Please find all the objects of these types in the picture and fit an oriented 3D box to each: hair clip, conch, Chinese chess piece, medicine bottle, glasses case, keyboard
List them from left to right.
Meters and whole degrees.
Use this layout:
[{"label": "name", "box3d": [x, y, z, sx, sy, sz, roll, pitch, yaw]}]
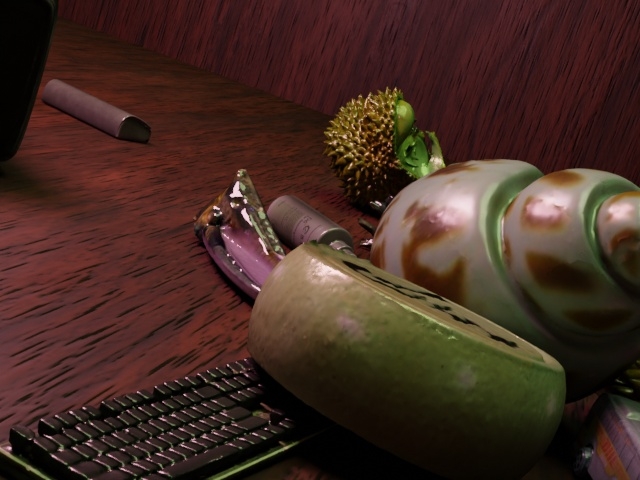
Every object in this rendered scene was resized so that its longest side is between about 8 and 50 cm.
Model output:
[{"label": "glasses case", "box3d": [-0.355, -0.204, 1.937, 0.191, 0.042, 0.072, 26, 5, 32]}, {"label": "keyboard", "box3d": [-0.085, 0.123, 0.814, 0.106, 0.027, 0.317, 24, 12, 21]}, {"label": "hair clip", "box3d": [-0.045, 0.029, 1.278, 0.110, 0.096, 0.358, 55, -5, -39]}, {"label": "medicine bottle", "box3d": [0.000, 0.000, 1.489, 0.058, 0.057, 0.199, 12, 14, -33]}, {"label": "Chinese chess piece", "box3d": [0.066, 0.092, 0.944, 0.250, 0.101, 0.250, 26, 5, -2]}, {"label": "conch", "box3d": [0.192, 0.029, 1.118, 0.249, 0.368, 0.197, 59, 27, -1]}]

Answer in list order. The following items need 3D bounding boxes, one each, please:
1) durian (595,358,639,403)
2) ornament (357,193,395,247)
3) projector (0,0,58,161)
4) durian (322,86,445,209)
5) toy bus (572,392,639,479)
[{"label": "durian", "box3d": [0.356, 0.151, 1.182, 0.183, 0.137, 0.249, 9, 6, -6]}, {"label": "ornament", "box3d": [0.162, 0.004, 1.686, 0.202, 0.080, 0.236, 6, 17, -38]}, {"label": "projector", "box3d": [-0.559, -0.272, 1.381, 0.395, 0.242, 0.405, 8, 14, -41]}, {"label": "durian", "box3d": [0.105, -0.144, 2.016, 0.177, 0.200, 0.237, -5, -17, 32]}, {"label": "toy bus", "box3d": [0.253, 0.181, 0.980, 0.064, 0.075, 0.190, 18, 12, -3]}]
